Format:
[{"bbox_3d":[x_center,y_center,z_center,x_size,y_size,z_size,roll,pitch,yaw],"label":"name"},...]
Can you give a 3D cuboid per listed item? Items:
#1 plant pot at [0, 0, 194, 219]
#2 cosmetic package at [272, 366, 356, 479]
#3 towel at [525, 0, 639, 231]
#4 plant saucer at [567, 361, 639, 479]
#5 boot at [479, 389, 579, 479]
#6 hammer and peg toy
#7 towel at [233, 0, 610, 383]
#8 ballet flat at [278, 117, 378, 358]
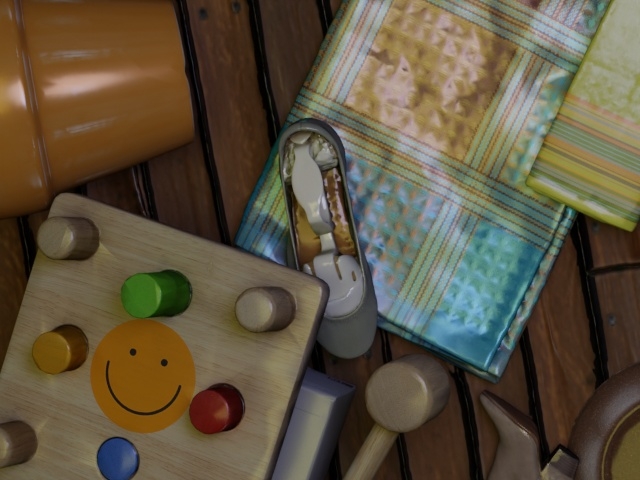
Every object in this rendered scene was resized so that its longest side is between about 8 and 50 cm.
[{"bbox_3d":[-0.211,-0.133,1.533,0.188,0.205,0.205,-10,91,-6],"label":"plant pot"},{"bbox_3d":[-0.068,0.220,1.564,0.127,0.107,0.238,18,98,11],"label":"cosmetic package"},{"bbox_3d":[0.268,-0.132,1.495,0.102,0.021,0.237,25,99,5],"label":"towel"},{"bbox_3d":[0.314,0.200,1.539,0.199,0.036,0.198,0,93,8],"label":"plant saucer"},{"bbox_3d":[0.167,0.200,1.560,0.118,0.042,0.087,38,105,12],"label":"boot"},{"bbox_3d":[-0.097,0.137,1.451,0.361,0.127,0.266,20,95,16],"label":"hammer and peg toy"},{"bbox_3d":[0.109,-0.094,1.555,0.271,0.040,0.370,25,96,6],"label":"towel"},{"bbox_3d":[0.000,0.000,1.519,0.072,0.068,0.213,-11,91,7],"label":"ballet flat"}]
